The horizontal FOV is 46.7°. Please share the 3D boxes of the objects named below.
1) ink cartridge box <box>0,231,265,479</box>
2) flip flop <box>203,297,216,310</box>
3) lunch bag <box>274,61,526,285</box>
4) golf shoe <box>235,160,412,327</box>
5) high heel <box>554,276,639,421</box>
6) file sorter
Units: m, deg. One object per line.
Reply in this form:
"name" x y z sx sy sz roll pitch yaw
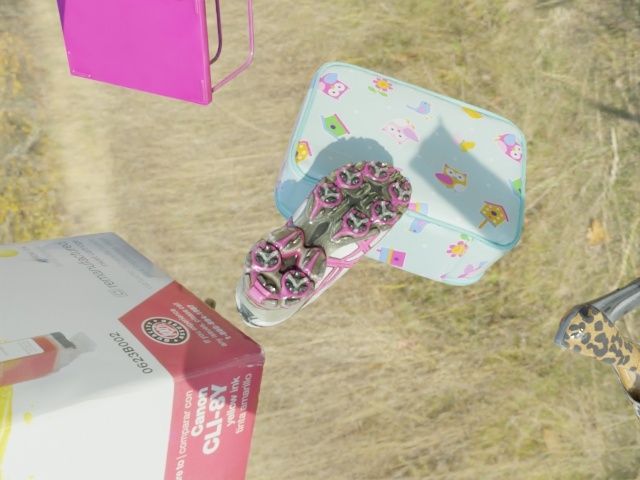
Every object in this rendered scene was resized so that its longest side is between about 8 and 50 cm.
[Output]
"ink cartridge box" -0.283 0.130 0.595 0.279 0.385 0.160 31 118 40
"flip flop" -0.151 0.198 1.067 0.112 0.080 0.277 -59 31 26
"lunch bag" 0.099 -0.082 0.855 0.108 0.279 0.224 118 168 -50
"golf shoe" 0.000 0.000 0.607 0.067 0.186 0.086 46 150 9
"high heel" 0.422 0.200 1.077 0.093 0.186 0.261 10 118 62
"file sorter" -0.282 -0.390 1.299 0.291 0.182 0.202 16 128 20
